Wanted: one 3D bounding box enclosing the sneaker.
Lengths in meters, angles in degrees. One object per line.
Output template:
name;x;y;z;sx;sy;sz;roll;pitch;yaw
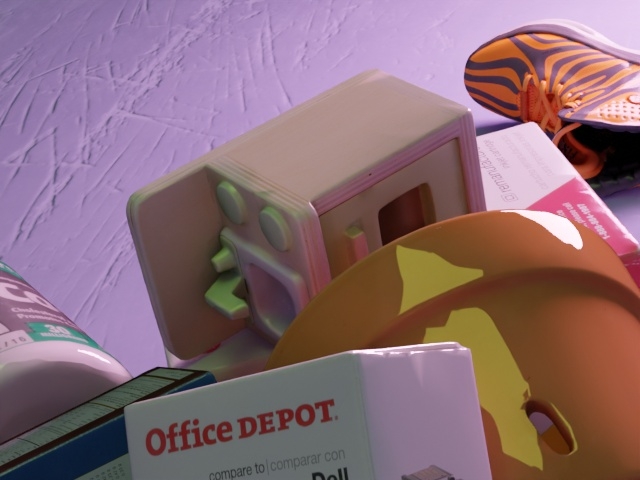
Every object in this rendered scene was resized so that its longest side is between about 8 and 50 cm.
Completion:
sneaker;0.262;-0.143;1.642;0.321;0.124;0.180;11;35;38

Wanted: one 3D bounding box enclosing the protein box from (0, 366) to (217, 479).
protein box;-0.141;0.218;1.044;0.201;0.199;0.136;-25;6;-20

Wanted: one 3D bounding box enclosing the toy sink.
toy sink;0.000;0.000;1.133;0.234;0.152;0.131;-29;36;-25

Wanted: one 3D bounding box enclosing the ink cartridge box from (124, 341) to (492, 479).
ink cartridge box;0.002;0.209;0.893;0.198;0.272;0.115;-17;-13;40

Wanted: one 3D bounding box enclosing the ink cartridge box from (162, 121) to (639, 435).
ink cartridge box;0.054;0.062;1.317;0.385;0.160;0.279;-16;29;-4

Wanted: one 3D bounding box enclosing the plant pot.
plant pot;0.125;0.152;1.030;0.291;0.290;0.203;-19;45;-11

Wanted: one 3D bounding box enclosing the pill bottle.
pill bottle;-0.307;0.123;1.322;0.204;0.204;0.361;-27;32;-23
